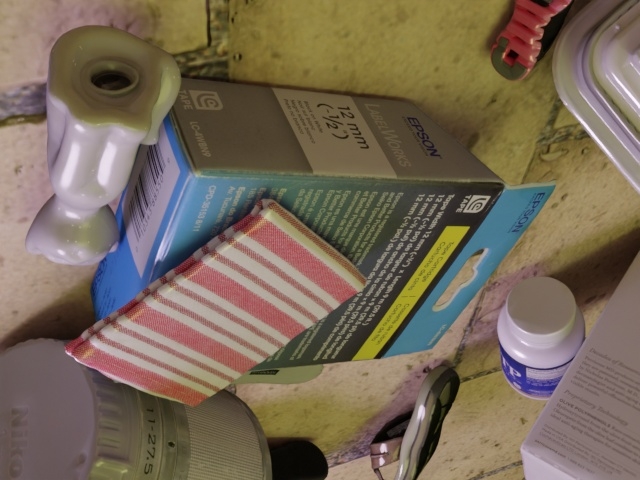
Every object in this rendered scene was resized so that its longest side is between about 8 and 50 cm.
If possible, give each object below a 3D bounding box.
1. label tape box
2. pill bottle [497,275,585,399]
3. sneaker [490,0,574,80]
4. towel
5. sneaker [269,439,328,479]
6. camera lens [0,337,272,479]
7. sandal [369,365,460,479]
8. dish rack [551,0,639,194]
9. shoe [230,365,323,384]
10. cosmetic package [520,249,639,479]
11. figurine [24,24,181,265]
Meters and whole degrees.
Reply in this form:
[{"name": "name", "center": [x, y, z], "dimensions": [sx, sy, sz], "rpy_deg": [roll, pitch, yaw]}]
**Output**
[{"name": "label tape box", "center": [0.000, 0.000, 0.706], "dimensions": [0.348, 0.115, 0.249], "rpy_deg": [-2, 138, -32]}, {"name": "pill bottle", "center": [0.291, 0.127, 1.049], "dimensions": [0.112, 0.112, 0.186], "rpy_deg": [-25, 145, -1]}, {"name": "sneaker", "center": [0.183, -0.187, 0.645], "dimensions": [0.057, 0.047, 0.119], "rpy_deg": [-26, 153, -40]}, {"name": "towel", "center": [-0.075, 0.053, 0.610], "dimensions": [0.197, 0.029, 0.144], "rpy_deg": [-36, 142, 11]}, {"name": "sneaker", "center": [-0.123, 0.345, 1.094], "dimensions": [0.270, 0.090, 0.145], "rpy_deg": [13, 128, -45]}, {"name": "camera lens", "center": [-0.196, 0.227, 0.781], "dimensions": [0.219, 0.219, 0.274], "rpy_deg": [-35, 145, 13]}, {"name": "sandal", "center": [0.126, 0.299, 1.198], "dimensions": [0.120, 0.086, 0.302], "rpy_deg": [-32, 144, -55]}, {"name": "dish rack", "center": [0.382, -0.145, 0.602], "dimensions": [0.333, 0.285, 0.072], "rpy_deg": [-41, -178, 7]}, {"name": "shoe", "center": [-0.080, 0.098, 0.809], "dimensions": [0.178, 0.081, 0.063], "rpy_deg": [10, 139, -36]}, {"name": "cosmetic package", "center": [0.417, 0.179, 1.018], "dimensions": [0.365, 0.155, 0.197], "rpy_deg": [-53, 149, -19]}, {"name": "figurine", "center": [-0.217, -0.048, 0.527], "dimensions": [0.215, 0.092, 0.209], "rpy_deg": [4, 145, -24]}]
